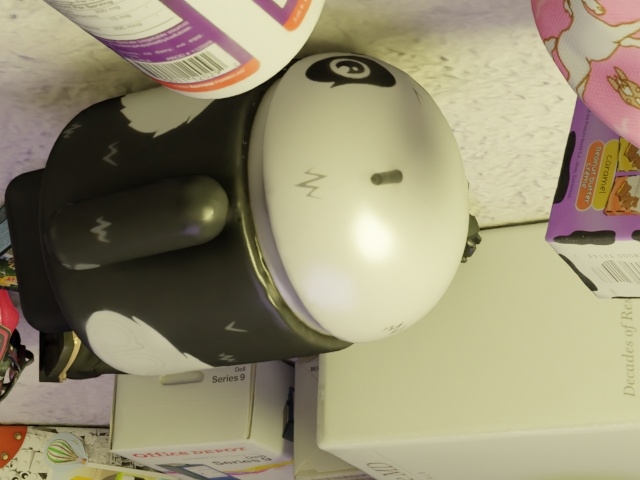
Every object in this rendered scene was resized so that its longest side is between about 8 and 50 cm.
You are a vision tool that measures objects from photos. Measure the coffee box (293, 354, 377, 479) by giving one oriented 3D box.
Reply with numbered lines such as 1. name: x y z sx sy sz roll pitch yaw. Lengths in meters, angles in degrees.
1. coffee box: 0.118 0.192 1.655 0.168 0.119 0.297 -10 157 27

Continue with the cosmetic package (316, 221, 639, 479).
1. cosmetic package: 0.247 0.087 1.297 0.453 0.162 0.230 -7 158 24

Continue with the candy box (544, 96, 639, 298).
1. candy box: 0.221 -0.058 0.837 0.196 0.165 0.070 -1 152 36

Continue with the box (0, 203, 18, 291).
1. box: -0.119 0.012 1.287 0.233 0.044 0.159 12 157 -26

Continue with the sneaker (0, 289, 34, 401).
1. sneaker: -0.294 0.107 1.475 0.112 0.121 0.299 -27 172 -11

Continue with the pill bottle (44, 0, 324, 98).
1. pill bottle: -0.085 -0.145 0.761 0.108 0.108 0.193 -9 157 26

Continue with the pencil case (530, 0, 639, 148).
1. pencil case: 0.198 -0.161 0.623 0.167 0.160 0.386 -3 160 -10

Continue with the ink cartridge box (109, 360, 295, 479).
1. ink cartridge box: -0.077 0.175 1.665 0.154 0.093 0.212 -8 156 26

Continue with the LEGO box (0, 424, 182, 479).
1. LEGO box: -0.191 0.462 1.871 0.372 0.500 0.193 1 161 0

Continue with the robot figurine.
1. robot figurine: -0.051 -0.016 1.030 0.278 0.209 0.174 -10 128 30

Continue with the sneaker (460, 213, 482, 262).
1. sneaker: 0.000 0.000 1.203 0.234 0.106 0.078 -17 155 -26

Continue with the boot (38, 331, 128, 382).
1. boot: -0.159 0.076 1.448 0.137 0.077 0.198 1 174 -11
